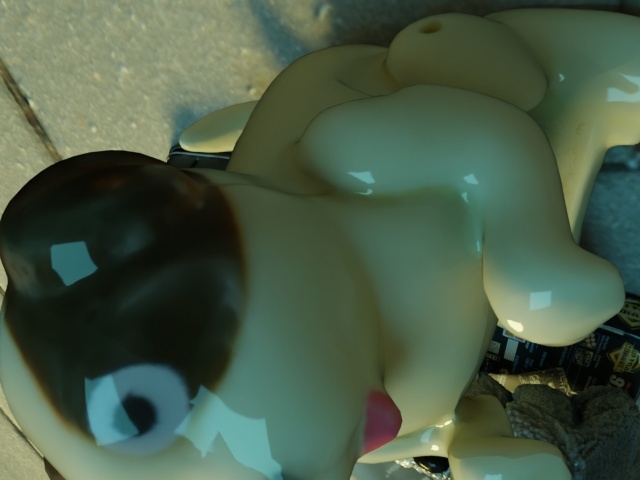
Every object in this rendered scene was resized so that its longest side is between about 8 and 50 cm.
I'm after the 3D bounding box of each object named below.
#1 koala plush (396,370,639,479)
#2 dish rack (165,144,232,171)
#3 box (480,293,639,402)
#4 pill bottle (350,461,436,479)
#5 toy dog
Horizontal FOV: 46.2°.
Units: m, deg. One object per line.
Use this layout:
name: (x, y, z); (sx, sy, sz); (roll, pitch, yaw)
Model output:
koala plush: (0.160, 0.186, 0.684); (0.221, 0.203, 0.196); (19, 117, 39)
dish rack: (-0.064, 0.030, 0.827); (0.208, 0.074, 0.271); (10, 136, 28)
box: (0.220, 0.126, 0.744); (0.175, 0.051, 0.220); (17, 137, 19)
pill bottle: (0.117, 0.296, 0.865); (0.283, 0.161, 0.161); (51, 137, -7)
toy dog: (0.000, 0.000, 0.476); (0.395, 0.408, 0.284); (31, 131, 20)
